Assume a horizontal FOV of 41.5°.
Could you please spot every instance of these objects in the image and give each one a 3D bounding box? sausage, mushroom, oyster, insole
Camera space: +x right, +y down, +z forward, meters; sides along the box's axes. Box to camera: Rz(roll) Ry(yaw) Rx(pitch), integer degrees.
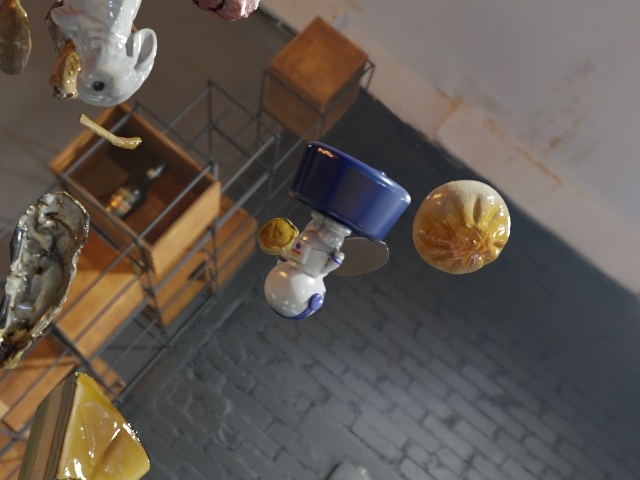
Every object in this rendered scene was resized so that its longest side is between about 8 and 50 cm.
[{"bbox_3d":[-0.244,-0.584,1.820,0.279,0.152,0.152,44,-17,16],"label":"sausage"},{"bbox_3d":[-0.594,-0.507,2.239,0.267,0.267,0.255,73,1,-58],"label":"mushroom"},{"bbox_3d":[-0.521,0.074,1.540,0.128,0.345,0.078,20,0,-13],"label":"oyster"},{"bbox_3d":[0.033,0.043,2.278,0.007,0.327,0.111,-139,-127,-66],"label":"insole"}]

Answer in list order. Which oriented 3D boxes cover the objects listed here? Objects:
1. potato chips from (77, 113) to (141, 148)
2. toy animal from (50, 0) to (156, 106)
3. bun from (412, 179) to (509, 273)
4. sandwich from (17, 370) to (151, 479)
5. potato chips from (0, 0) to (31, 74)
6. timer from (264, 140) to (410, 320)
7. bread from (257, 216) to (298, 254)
[{"bbox_3d":[-0.469,-0.238,1.872,0.026,0.037,0.204,33,5,28],"label":"potato chips"},{"bbox_3d":[-0.487,-0.492,1.959,0.194,0.257,0.357,-15,-91,60],"label":"toy animal"},{"bbox_3d":[0.430,-0.026,2.517,0.299,0.299,0.165,51,11,-25],"label":"bun"},{"bbox_3d":[-0.455,0.386,1.514,0.155,0.198,0.227,-32,-87,29],"label":"sandwich"},{"bbox_3d":[-0.783,-0.504,2.105,0.150,0.049,0.202,55,-46,14],"label":"potato chips"},{"bbox_3d":[0.000,0.000,1.900,0.270,0.384,0.270,29,1,0],"label":"timer"},{"bbox_3d":[-0.106,-0.011,2.095,0.110,0.110,0.024,29,-25,33],"label":"bread"}]
